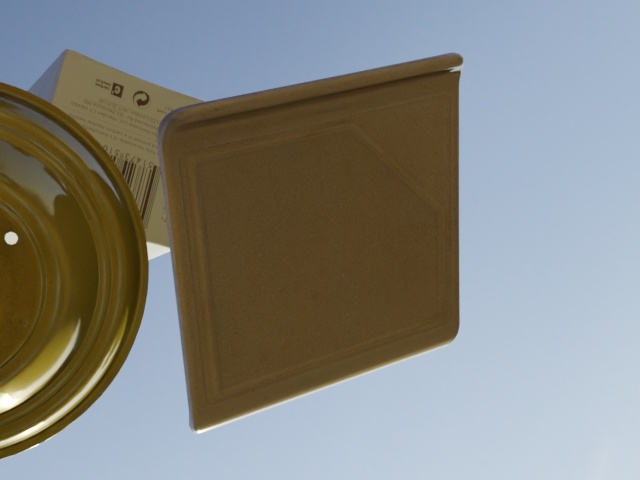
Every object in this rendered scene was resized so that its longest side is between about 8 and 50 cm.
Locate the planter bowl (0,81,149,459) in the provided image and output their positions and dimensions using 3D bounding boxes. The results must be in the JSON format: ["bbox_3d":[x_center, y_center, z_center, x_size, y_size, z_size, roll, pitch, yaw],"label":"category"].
[{"bbox_3d":[-0.192,0.020,0.539,0.217,0.090,0.217,-1,-87,-16],"label":"planter bowl"}]

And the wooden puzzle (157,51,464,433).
[{"bbox_3d":[0.000,0.000,0.715,0.221,0.044,0.239,-15,-59,-27],"label":"wooden puzzle"}]

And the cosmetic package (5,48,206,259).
[{"bbox_3d":[-0.222,-0.068,1.027,0.151,0.183,0.151,20,-108,-27],"label":"cosmetic package"}]
